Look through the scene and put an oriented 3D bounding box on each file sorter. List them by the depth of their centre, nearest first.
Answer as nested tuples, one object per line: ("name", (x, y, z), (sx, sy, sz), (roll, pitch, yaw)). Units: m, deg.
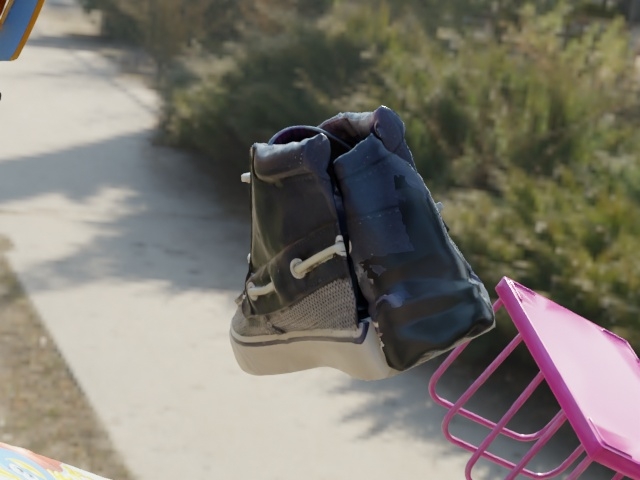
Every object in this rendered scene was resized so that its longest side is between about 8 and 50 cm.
("file sorter", (0.264, 0.223, 1.616), (0.202, 0.182, 0.290), (26, 23, -29))

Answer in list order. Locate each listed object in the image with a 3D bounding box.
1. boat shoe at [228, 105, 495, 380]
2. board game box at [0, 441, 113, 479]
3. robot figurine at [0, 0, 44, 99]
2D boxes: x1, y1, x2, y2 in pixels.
("boat shoe", (0.000, 0.000, 1.007), (0.127, 0.158, 0.340), (-23, 5, -21))
("board game box", (-0.160, 0.221, 0.541), (0.142, 0.275, 0.144), (28, 2, -43))
("robot figurine", (-0.240, -0.122, 0.751), (0.211, 0.291, 0.085), (24, -6, -26))
